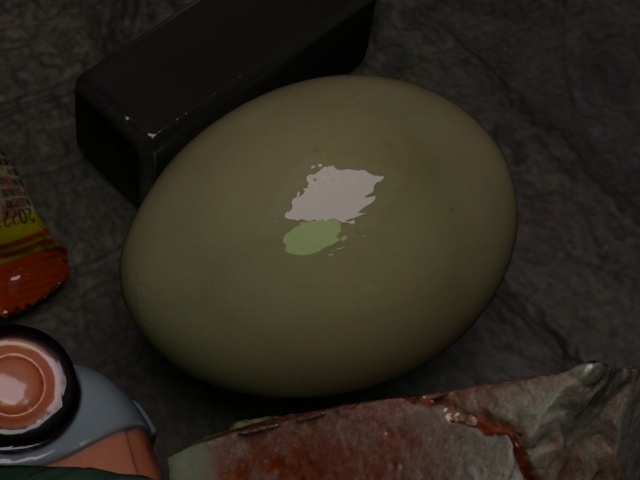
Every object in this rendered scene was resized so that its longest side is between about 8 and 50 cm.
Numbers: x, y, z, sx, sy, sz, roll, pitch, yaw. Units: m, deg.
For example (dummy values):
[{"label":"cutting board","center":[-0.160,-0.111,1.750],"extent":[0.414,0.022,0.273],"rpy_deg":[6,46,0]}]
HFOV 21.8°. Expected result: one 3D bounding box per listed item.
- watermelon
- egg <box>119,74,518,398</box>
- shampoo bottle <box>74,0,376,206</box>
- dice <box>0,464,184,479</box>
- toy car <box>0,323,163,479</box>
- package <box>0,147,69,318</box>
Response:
[{"label":"watermelon","center":[0.084,0.132,0.899],"extent":[0.310,0.232,0.193],"rpy_deg":[11,97,-18]},{"label":"egg","center":[0.000,0.000,0.984],"extent":[0.241,0.186,0.186],"rpy_deg":[-23,62,-8]},{"label":"shampoo bottle","center":[-0.050,-0.125,1.121],"extent":[0.246,0.080,0.079],"rpy_deg":[-37,69,-26]},{"label":"dice","center":[-0.034,0.285,0.602],"extent":[0.328,0.330,0.348],"rpy_deg":[24,69,-28]},{"label":"toy car","center":[-0.193,0.190,0.852],"extent":[0.270,0.180,0.212],"rpy_deg":[-21,72,-20]},{"label":"package","center":[-0.308,-0.061,1.035],"extent":[0.223,0.108,0.288],"rpy_deg":[-21,65,-17]}]
